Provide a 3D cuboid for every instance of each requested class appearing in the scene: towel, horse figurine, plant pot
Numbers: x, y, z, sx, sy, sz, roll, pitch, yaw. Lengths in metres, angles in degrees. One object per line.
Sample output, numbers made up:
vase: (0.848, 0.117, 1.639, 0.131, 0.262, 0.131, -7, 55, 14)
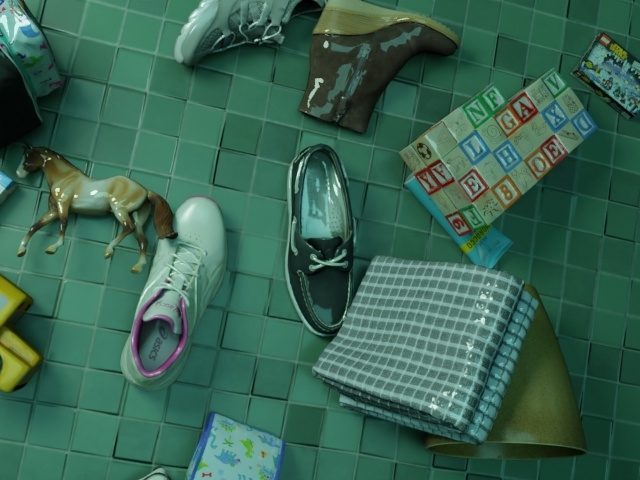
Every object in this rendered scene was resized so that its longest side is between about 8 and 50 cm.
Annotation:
towel: (0.142, 0.145, 1.147, 0.121, 0.283, 0.235, 40, 67, -41)
horse figurine: (-0.332, -0.046, 1.178, 0.263, 0.066, 0.175, 7, 60, -1)
plant pot: (0.282, 0.198, 1.224, 0.237, 0.237, 0.255, 7, 70, -11)

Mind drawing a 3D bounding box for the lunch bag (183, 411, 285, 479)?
lunch bag: (-0.129, 0.342, 1.175, 0.128, 0.096, 0.151, 24, 50, -8)

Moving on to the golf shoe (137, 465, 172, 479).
golf shoe: (-0.290, 0.404, 1.153, 0.186, 0.086, 0.067, -33, 121, 4)

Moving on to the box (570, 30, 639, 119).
box: (0.528, -0.295, 1.417, 0.137, 0.027, 0.094, 36, 77, -5)

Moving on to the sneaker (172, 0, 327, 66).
sneaker: (-0.106, -0.352, 1.252, 0.281, 0.105, 0.115, -38, 92, -14)

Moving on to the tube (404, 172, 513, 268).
tube: (0.227, -0.040, 1.318, 0.207, 0.052, 0.080, 45, 83, -8)

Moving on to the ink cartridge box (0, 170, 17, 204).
ink cartridge box: (-0.489, -0.061, 1.168, 0.028, 0.048, 0.083, 38, 77, -5)

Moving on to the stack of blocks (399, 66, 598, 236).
stack of blocks: (0.294, -0.164, 1.294, 0.297, 0.087, 0.171, -38, 94, -25)

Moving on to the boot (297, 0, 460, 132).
boot: (0.096, -0.278, 1.314, 0.248, 0.090, 0.207, 12, 95, -14)

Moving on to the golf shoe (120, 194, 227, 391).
golf shoe: (-0.206, 0.075, 1.166, 0.115, 0.140, 0.306, 16, 79, -8)

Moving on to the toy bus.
toy bus: (-0.529, 0.072, 1.115, 0.332, 0.108, 0.130, 38, 76, -5)

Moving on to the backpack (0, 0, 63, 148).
backpack: (-0.494, -0.280, 1.105, 0.191, 0.225, 0.253, -41, 83, -16)

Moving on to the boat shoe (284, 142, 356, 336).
boat shoe: (0.000, 0.000, 1.240, 0.114, 0.091, 0.303, -9, 86, -14)
